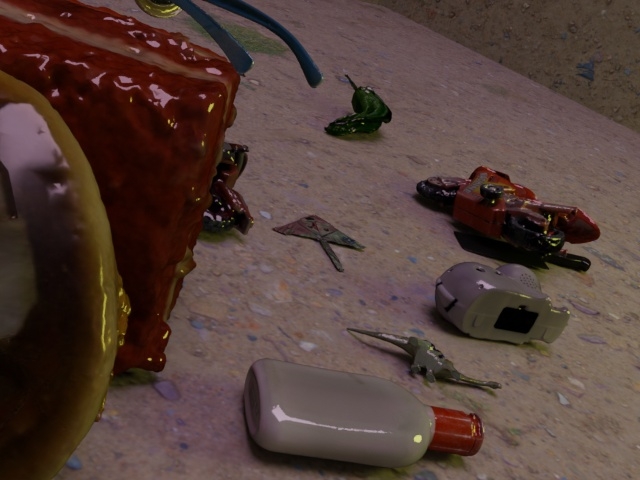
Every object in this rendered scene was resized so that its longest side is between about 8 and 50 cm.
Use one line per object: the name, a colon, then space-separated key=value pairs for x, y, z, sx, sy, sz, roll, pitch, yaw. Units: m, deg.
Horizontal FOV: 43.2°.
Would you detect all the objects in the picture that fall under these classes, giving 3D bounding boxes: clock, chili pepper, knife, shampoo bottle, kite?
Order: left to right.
kite: x=0.000 y=-0.001 z=1.103 sx=0.137 sy=0.005 sz=0.152 roll=11 pitch=25 yaw=-15
chili pepper: x=0.086 y=-0.266 z=1.671 sx=0.122 sy=0.065 sz=0.279 roll=23 pitch=27 yaw=-4
shampoo bottle: x=0.043 y=0.161 z=0.732 sx=0.221 sy=0.051 sz=0.108 roll=12 pitch=23 yaw=-17
clock: x=0.220 y=0.068 z=1.041 sx=0.176 sy=0.080 sz=0.117 roll=11 pitch=26 yaw=-23
knife: x=0.336 y=0.027 z=1.309 sx=0.245 sy=0.019 sz=0.072 roll=11 pitch=27 yaw=-13

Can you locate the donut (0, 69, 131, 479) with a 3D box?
donut: x=-0.279 y=0.029 z=0.499 sx=0.330 sy=0.330 sz=0.160 roll=18 pitch=-4 yaw=-6

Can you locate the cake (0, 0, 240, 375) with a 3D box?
cake: x=-0.229 y=-0.078 z=0.751 sx=0.270 sy=0.269 sz=0.319 roll=16 pitch=23 yaw=-10

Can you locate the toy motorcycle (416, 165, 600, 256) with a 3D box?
toy motorcycle: x=0.300 y=-0.056 z=1.340 sx=0.171 sy=0.089 sz=0.298 roll=-4 pitch=24 yaw=-39

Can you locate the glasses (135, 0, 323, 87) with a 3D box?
glasses: x=-0.119 y=-0.197 z=0.726 sx=0.220 sy=0.088 sz=0.190 roll=49 pitch=22 yaw=15

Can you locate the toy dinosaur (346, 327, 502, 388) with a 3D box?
toy dinosaur: x=0.114 y=0.129 z=0.883 sx=0.180 sy=0.037 sz=0.058 roll=30 pitch=1 yaw=5

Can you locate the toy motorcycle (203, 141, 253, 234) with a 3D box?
toy motorcycle: x=-0.137 y=-0.080 z=1.069 sx=0.118 sy=0.084 sz=0.212 roll=8 pitch=34 yaw=-30
